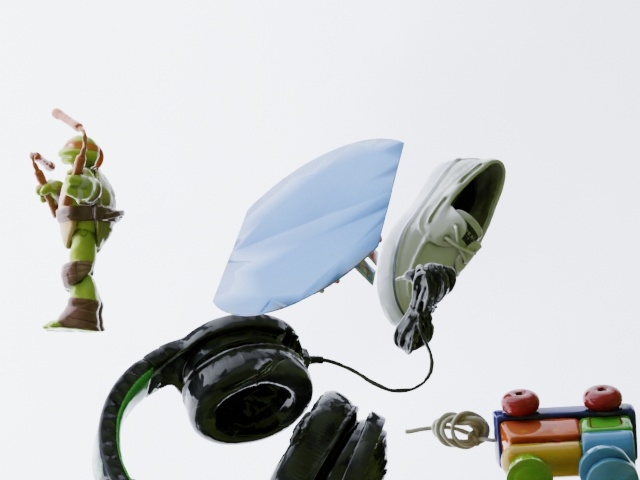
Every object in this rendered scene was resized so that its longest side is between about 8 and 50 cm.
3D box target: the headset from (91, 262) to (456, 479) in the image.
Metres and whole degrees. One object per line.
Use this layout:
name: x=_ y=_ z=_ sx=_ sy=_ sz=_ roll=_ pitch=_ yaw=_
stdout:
headset: x=-0.024 y=0.150 z=1.286 sx=0.394 sy=0.243 sz=0.185 roll=-27 pitch=-30 yaw=-39

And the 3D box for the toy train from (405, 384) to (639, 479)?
toy train: x=0.208 y=0.226 z=1.431 sx=0.248 sy=0.143 sz=0.105 roll=-4 pitch=-76 yaw=8

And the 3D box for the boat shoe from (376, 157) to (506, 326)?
boat shoe: x=0.154 y=-0.004 z=1.658 sx=0.096 sy=0.088 sz=0.267 roll=57 pitch=-135 yaw=-23

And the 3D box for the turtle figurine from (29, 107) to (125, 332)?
turtle figurine: x=-0.246 y=-0.015 z=1.407 sx=0.087 sy=0.269 sz=0.217 roll=2 pitch=-94 yaw=-20

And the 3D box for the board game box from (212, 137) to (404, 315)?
board game box: x=0.000 y=0.000 z=0.929 sx=0.033 sy=0.133 sz=0.169 roll=53 pitch=-148 yaw=-27
